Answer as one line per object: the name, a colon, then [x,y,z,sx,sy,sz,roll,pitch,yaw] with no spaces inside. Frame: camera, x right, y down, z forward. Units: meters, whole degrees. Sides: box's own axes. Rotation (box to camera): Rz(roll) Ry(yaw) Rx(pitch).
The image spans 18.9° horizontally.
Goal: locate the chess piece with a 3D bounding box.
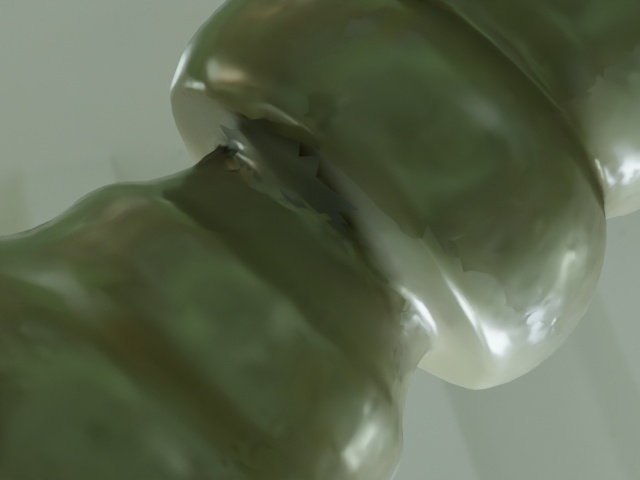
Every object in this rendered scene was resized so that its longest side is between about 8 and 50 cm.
chess piece: [0.000,0.000,0.527,0.167,0.167,0.300,39,-106,14]
